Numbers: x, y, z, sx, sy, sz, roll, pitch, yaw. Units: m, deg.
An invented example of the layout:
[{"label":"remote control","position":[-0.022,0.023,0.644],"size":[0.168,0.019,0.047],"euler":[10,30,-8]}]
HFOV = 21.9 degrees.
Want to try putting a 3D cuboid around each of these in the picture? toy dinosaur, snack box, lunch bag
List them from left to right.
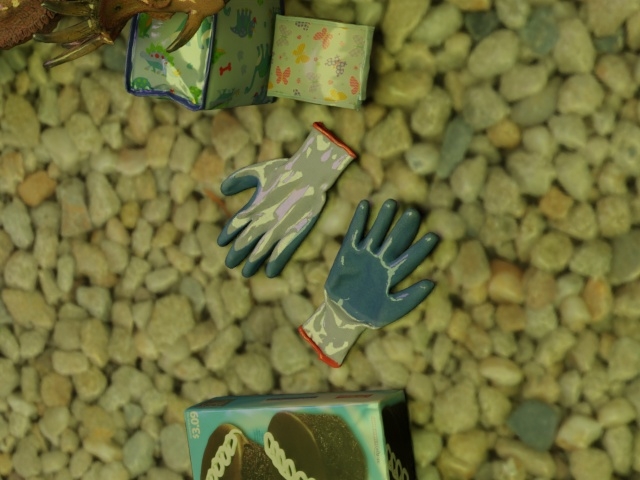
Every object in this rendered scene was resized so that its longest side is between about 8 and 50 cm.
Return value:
[{"label":"toy dinosaur","position":[-0.221,-0.202,1.282],"size":[0.296,0.127,0.200],"euler":[-24,77,40]},{"label":"lunch bag","position":[-0.088,-0.187,1.340],"size":[0.096,0.129,0.151],"euler":[17,105,22]},{"label":"snack box","position":[-0.004,0.291,1.407],"size":[0.187,0.060,0.322],"euler":[-5,95,27]},{"label":"lunch bag","position":[0.005,-0.144,1.345],"size":[0.083,0.053,0.071],"euler":[11,100,34]}]

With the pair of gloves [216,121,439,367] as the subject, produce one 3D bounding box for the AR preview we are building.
[{"label":"pair of gloves","position":[0.000,0.000,1.385],"size":[0.198,0.023,0.159],"euler":[44,113,13]}]
